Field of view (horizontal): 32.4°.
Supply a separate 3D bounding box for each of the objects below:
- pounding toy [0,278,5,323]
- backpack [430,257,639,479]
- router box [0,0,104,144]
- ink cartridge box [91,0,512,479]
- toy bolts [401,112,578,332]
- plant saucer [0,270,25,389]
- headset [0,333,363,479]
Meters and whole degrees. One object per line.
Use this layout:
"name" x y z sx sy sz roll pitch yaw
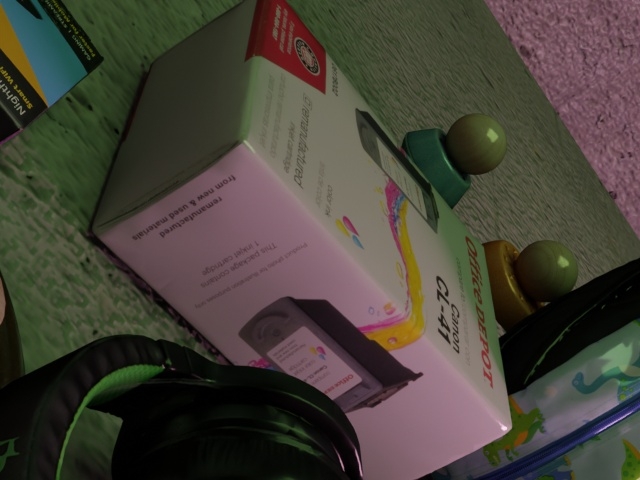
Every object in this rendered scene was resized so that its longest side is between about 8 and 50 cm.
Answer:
"pounding toy" -0.184 -0.060 0.334 0.270 0.155 0.154 62 18 4
"backpack" 0.251 0.141 0.931 0.355 0.290 0.273 -8 79 -33
"router box" -0.216 -0.147 0.637 0.179 0.046 0.133 53 24 -16
"ink cartridge box" 0.000 0.000 0.807 0.306 0.131 0.226 46 26 -28
"toy bolts" 0.156 -0.021 1.118 0.228 0.158 0.218 57 23 -8
"plant saucer" -0.222 0.023 0.422 0.310 0.050 0.311 45 28 -32
"headset" -0.001 0.172 0.524 0.394 0.185 0.243 36 32 -57
